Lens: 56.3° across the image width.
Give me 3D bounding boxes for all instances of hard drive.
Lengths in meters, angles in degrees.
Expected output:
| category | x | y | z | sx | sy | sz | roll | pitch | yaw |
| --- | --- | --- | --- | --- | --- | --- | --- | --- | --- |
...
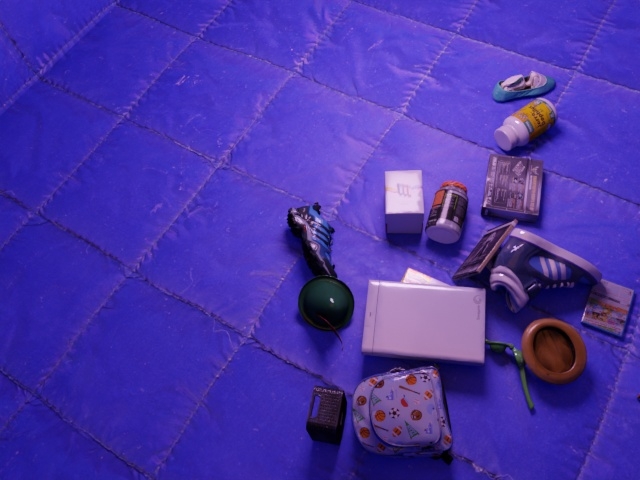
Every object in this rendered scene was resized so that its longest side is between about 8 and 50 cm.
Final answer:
| category | x | y | z | sx | sy | sz | roll | pitch | yaw |
| --- | --- | --- | --- | --- | --- | --- | --- | --- | --- |
| hard drive | 0.310 | 0.243 | 1.789 | 0.353 | 0.047 | 0.233 | 4 | 64 | 10 |

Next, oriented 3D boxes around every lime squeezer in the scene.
| category | x | y | z | sx | sy | sz | roll | pitch | yaw |
| --- | --- | --- | --- | --- | --- | --- | --- | --- | --- |
| lime squeezer | 0.532 | 0.345 | 1.762 | 0.310 | 0.059 | 0.110 | 42 | 103 | 24 |

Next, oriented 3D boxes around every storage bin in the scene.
| category | x | y | z | sx | sy | sz | roll | pitch | yaw |
| --- | --- | --- | --- | --- | --- | --- | --- | --- | --- |
| storage bin | 0.020 | 0.487 | 1.659 | 0.084 | 0.180 | 0.122 | 7 | 62 | 11 |

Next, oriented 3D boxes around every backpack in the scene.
| category | x | y | z | sx | sy | sz | roll | pitch | yaw |
| --- | --- | --- | --- | --- | --- | --- | --- | --- | --- |
| backpack | 0.216 | 0.477 | 1.638 | 0.263 | 0.213 | 0.277 | -12 | 62 | 12 |

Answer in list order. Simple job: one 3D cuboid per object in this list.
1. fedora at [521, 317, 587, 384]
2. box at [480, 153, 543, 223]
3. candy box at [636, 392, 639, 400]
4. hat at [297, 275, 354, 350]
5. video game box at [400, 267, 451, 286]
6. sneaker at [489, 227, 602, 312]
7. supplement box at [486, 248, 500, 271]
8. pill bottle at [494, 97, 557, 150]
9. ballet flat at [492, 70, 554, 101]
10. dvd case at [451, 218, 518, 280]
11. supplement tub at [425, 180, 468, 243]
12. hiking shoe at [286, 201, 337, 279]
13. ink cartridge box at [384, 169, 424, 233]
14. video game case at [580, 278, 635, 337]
| category | x | y | z | sx | sy | sz | roll | pitch | yaw |
| --- | --- | --- | --- | --- | --- | --- | --- | --- | --- |
| fedora | 0.669 | 0.325 | 1.732 | 0.194 | 0.079 | 0.194 | -2 | 67 | 4 |
| box | 0.653 | -0.180 | 2.032 | 0.183 | 0.056 | 0.231 | 9 | 62 | 11 |
| candy box | 0.982 | 0.452 | 1.576 | 0.071 | 0.159 | 0.233 | -40 | 63 | -16 |
| hat | 0.018 | 0.198 | 1.796 | 0.208 | 0.183 | 0.173 | 27 | 90 | 8 |
| video game box | 0.325 | 0.205 | 1.860 | 0.205 | 0.048 | 0.187 | 24 | 64 | 19 |
| sneaker | 0.669 | 0.131 | 1.822 | 0.322 | 0.130 | 0.236 | 27 | 88 | -7 |
| supplement box | 0.570 | 0.077 | 1.907 | 0.062 | 0.036 | 0.098 | -33 | 64 | -12 |
| pill bottle | 0.723 | -0.407 | 2.117 | 0.208 | 0.117 | 0.117 | -33 | 62 | -12 |
| ballet flat | 0.765 | -0.583 | 2.229 | 0.247 | 0.087 | 0.083 | -15 | 60 | -2 |
| dvd case | 0.513 | 0.032 | 1.874 | 0.018 | 0.164 | 0.221 | 42 | 71 | -3 |
| supplement tub | 0.422 | -0.095 | 1.978 | 0.117 | 0.117 | 0.190 | 14 | 63 | 14 |
| hiking shoe | 0.000 | 0.000 | 1.980 | 0.132 | 0.113 | 0.304 | -19 | 67 | -17 |
| ink cartridge box | 0.280 | -0.130 | 2.008 | 0.127 | 0.128 | 0.176 | 0 | 60 | 7 |
| video game case | 0.873 | 0.201 | 1.814 | 0.119 | 0.015 | 0.166 | 21 | 65 | 17 |
